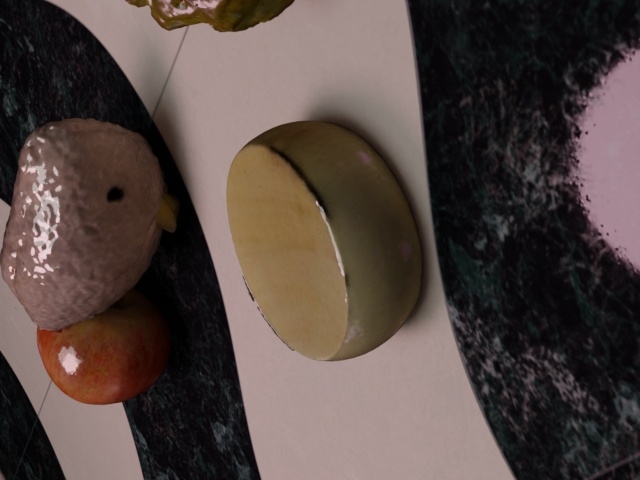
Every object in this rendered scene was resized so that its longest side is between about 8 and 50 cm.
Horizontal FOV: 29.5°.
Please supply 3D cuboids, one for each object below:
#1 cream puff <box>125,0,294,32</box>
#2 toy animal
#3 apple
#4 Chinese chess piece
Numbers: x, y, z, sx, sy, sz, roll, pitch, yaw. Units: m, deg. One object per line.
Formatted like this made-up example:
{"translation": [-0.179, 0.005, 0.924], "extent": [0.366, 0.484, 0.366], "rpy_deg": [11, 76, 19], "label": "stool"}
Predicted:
{"translation": [-0.115, -0.307, 1.111], "extent": [0.244, 0.196, 0.244], "rpy_deg": [42, 145, 39], "label": "cream puff"}
{"translation": [-0.309, -0.014, 1.626], "extent": [0.188, 0.226, 0.358], "rpy_deg": [46, 133, 24], "label": "toy animal"}
{"translation": [-0.326, 0.152, 1.813], "extent": [0.209, 0.209, 0.164], "rpy_deg": [36, 115, 44], "label": "apple"}
{"translation": [0.000, 0.000, 1.243], "extent": [0.251, 0.097, 0.251], "rpy_deg": [40, 141, 42], "label": "Chinese chess piece"}
